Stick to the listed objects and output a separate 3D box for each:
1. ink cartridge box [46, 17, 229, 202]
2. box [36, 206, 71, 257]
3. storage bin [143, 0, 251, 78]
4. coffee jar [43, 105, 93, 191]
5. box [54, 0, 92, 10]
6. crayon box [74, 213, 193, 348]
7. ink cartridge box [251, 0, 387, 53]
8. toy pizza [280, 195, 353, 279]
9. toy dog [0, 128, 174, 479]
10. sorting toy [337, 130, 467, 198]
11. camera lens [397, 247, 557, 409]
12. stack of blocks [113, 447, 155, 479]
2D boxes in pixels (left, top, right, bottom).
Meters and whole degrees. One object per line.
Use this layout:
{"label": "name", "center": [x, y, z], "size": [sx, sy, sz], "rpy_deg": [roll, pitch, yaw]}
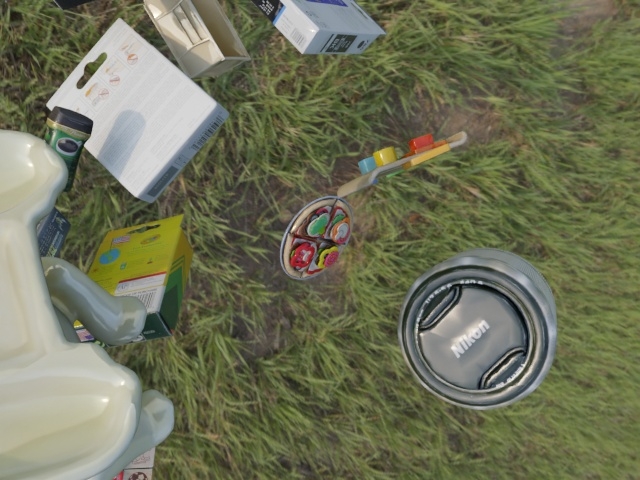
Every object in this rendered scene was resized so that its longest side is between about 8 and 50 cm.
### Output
{"label": "ink cartridge box", "center": [-0.472, -0.333, 1.467], "size": [0.308, 0.385, 0.091], "rpy_deg": [-48, 165, 4]}
{"label": "box", "center": [-0.583, 0.048, 1.078], "size": [0.184, 0.232, 0.059], "rpy_deg": [-29, 122, 7]}
{"label": "storage bin", "center": [-0.346, -0.600, 1.622], "size": [0.123, 0.262, 0.260], "rpy_deg": [-27, 101, 17]}
{"label": "coffee jar", "center": [-0.594, -0.210, 1.314], "size": [0.096, 0.079, 0.184], "rpy_deg": [18, 99, -42]}
{"label": "box", "center": [-0.436, -0.704, 1.234], "size": [0.344, 0.312, 0.179], "rpy_deg": [-7, 148, 20]}
{"label": "crayon box", "center": [-0.394, 0.082, 1.233], "size": [0.203, 0.318, 0.081], "rpy_deg": [-11, 129, 9]}
{"label": "ink cartridge box", "center": [0.007, -0.464, 1.195], "size": [0.065, 0.165, 0.333], "rpy_deg": [-49, 169, 33]}
{"label": "toy pizza", "center": [0.000, 0.000, 1.220], "size": [0.201, 0.032, 0.201], "rpy_deg": [-26, 134, -31]}
{"label": "toy dog", "center": [-0.330, 0.171, 0.524], "size": [0.396, 0.284, 0.407], "rpy_deg": [-27, 159, -25]}
{"label": "sorting toy", "center": [0.132, -0.141, 0.998], "size": [0.196, 0.348, 0.047], "rpy_deg": [-24, 93, -16]}
{"label": "camera lens", "center": [0.254, 0.125, 0.903], "size": [0.274, 0.220, 0.219], "rpy_deg": [-10, 122, -68]}
{"label": "stack of blocks", "center": [-0.397, 0.332, 0.915], "size": [0.171, 0.297, 0.087], "rpy_deg": [11, 79, -33]}
